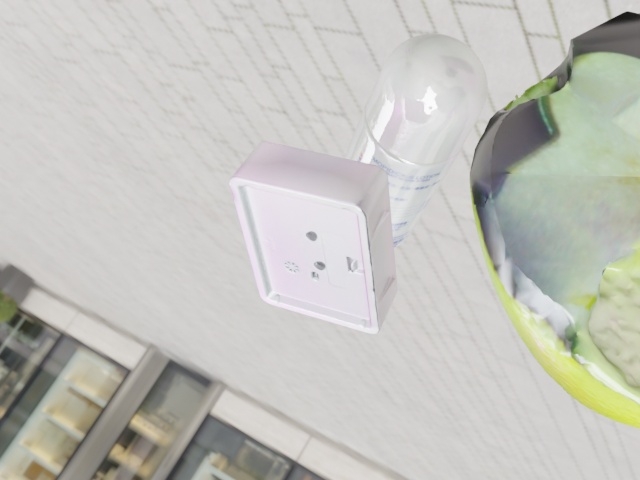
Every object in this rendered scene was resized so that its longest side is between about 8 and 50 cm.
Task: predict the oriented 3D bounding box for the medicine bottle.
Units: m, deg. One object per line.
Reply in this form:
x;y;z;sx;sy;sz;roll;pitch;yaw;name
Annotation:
0.104;-0.119;1.102;0.130;0.130;0.341;31;150;5;medicine bottle

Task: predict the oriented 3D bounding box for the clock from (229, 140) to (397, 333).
0.000;0.000;0.910;0.150;0.063;0.197;14;141;22;clock

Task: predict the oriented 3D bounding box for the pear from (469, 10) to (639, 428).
0.305;0.007;0.777;0.399;0.399;0.165;30;149;7;pear
